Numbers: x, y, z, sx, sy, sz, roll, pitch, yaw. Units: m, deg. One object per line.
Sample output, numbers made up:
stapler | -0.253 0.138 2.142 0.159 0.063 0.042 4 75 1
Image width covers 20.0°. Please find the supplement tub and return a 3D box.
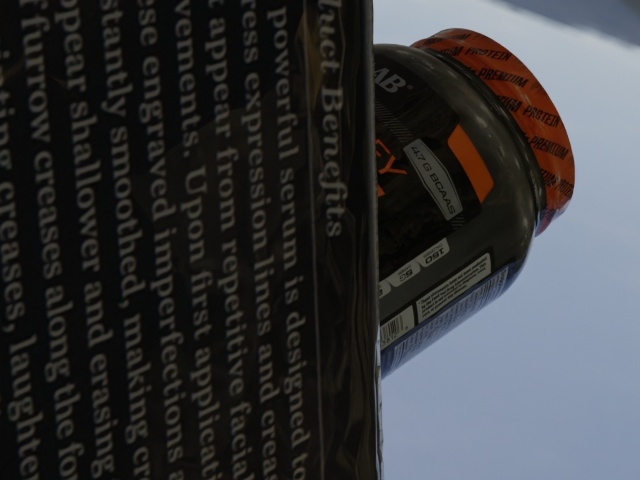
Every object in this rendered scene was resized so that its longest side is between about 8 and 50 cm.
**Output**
supplement tub | 0.000 0.000 1.237 0.338 0.207 0.207 -34 -136 -27

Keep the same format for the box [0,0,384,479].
box | -0.216 0.017 0.436 0.294 0.212 0.395 13 -157 37
